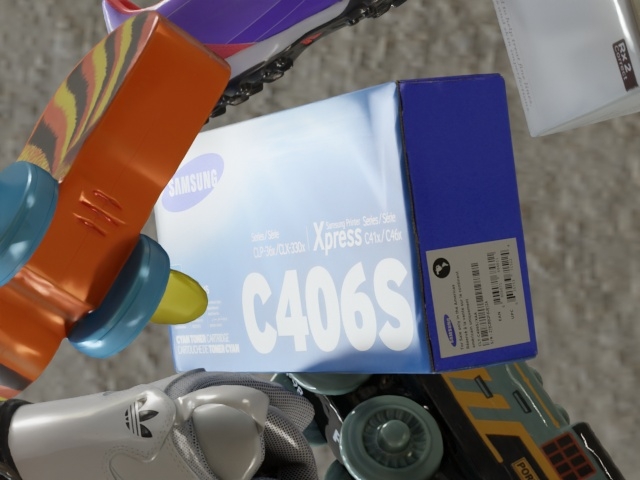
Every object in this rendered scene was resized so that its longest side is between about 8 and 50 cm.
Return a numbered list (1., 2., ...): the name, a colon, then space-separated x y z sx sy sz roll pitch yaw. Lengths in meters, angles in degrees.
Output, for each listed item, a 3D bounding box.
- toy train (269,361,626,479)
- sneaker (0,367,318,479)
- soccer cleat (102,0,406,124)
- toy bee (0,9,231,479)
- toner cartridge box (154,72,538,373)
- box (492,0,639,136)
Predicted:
1. toy train: 0.093 0.149 1.396 0.334 0.190 0.142 56 157 23
2. sneaker: -0.086 0.209 1.192 0.210 0.366 0.137 -14 49 7
3. soccer cleat: -0.011 -0.198 1.321 0.318 0.108 0.116 -31 88 14
4. toy bee: -0.170 0.013 0.987 0.162 0.298 0.195 -3 127 55
5. toner cartridge box: 0.000 0.000 1.168 0.348 0.075 0.165 -9 87 62
6. box: 0.189 -0.175 1.138 0.182 0.119 0.181 157 98 -72
